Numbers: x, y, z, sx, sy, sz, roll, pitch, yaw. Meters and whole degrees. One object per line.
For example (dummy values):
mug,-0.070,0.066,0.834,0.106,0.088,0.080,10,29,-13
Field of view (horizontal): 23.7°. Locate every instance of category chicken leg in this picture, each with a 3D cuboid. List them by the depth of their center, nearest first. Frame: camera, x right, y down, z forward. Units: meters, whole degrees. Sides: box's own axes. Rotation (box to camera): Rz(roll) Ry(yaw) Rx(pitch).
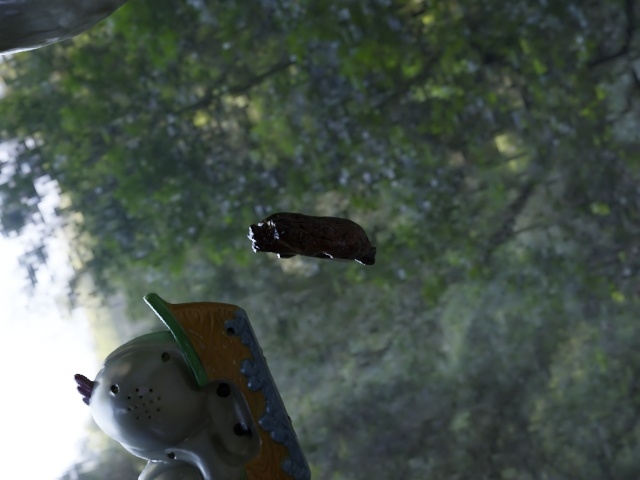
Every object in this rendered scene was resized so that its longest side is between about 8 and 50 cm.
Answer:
chicken leg,0.003,-0.001,1.685,0.219,0.089,0.048,6,-96,-44

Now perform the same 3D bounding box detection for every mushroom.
mushroom,-0.260,-0.289,1.636,0.123,0.351,0.095,5,-115,-54

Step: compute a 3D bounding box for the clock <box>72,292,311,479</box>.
clock,-0.094,0.149,1.164,0.103,0.144,0.231,-132,19,-86
